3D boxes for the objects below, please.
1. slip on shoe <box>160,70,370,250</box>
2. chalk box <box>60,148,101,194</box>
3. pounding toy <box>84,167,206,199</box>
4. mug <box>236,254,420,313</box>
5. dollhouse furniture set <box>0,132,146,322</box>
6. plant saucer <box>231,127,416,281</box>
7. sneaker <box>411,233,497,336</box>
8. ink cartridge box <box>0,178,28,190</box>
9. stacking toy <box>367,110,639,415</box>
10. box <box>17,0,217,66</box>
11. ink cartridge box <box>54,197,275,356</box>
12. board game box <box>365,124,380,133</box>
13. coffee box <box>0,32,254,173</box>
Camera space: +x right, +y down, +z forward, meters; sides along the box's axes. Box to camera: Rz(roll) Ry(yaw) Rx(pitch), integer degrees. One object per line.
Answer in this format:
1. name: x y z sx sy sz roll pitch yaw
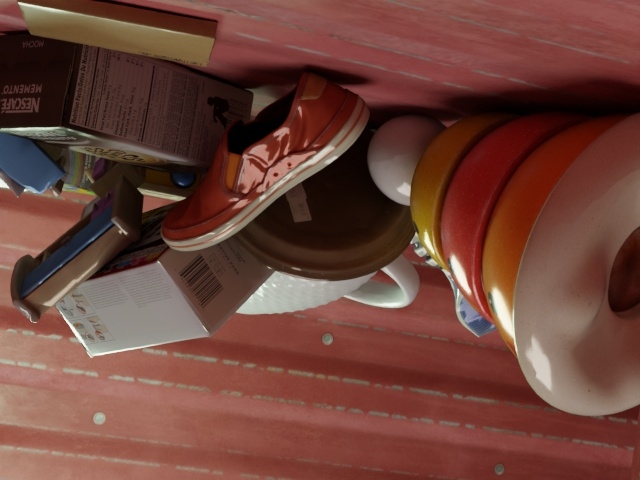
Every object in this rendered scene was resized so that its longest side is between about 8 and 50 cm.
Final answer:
1. slip on shoe: -0.087 -0.096 1.538 0.101 0.123 0.331 41 127 -21
2. chalk box: -0.449 -0.155 2.177 0.132 0.132 0.213 8 175 19
3. pounding toy: -0.272 -0.099 1.995 0.181 0.206 0.094 11 176 -21
4. mug: 0.000 0.000 2.070 0.374 0.276 0.328 36 156 -25
5. dollhouse furniture set: -0.418 -0.097 1.758 0.303 0.198 0.286 47 -166 -23
6. plant saucer: -0.001 -0.068 1.685 0.277 0.278 0.041 9 143 -2
7. sneaker: 0.284 0.017 2.462 0.127 0.182 0.315 -23 120 23
8. ink cartridge box: -0.550 -0.199 1.882 0.303 0.072 0.307 11 144 -19
9. stacking toy: 0.226 -0.037 1.510 0.350 0.351 0.480 12 -169 -40
10. box: -0.213 -0.225 1.350 0.201 0.021 0.164 10 176 -8
11. ink cartridge box: -0.195 0.023 1.810 0.309 0.130 0.272 -14 -156 48
12. board game box: 0.101 -0.089 1.777 0.259 0.136 0.030 8 174 14
13. coffee box: -0.250 -0.165 1.592 0.168 0.119 0.297 5 175 42
